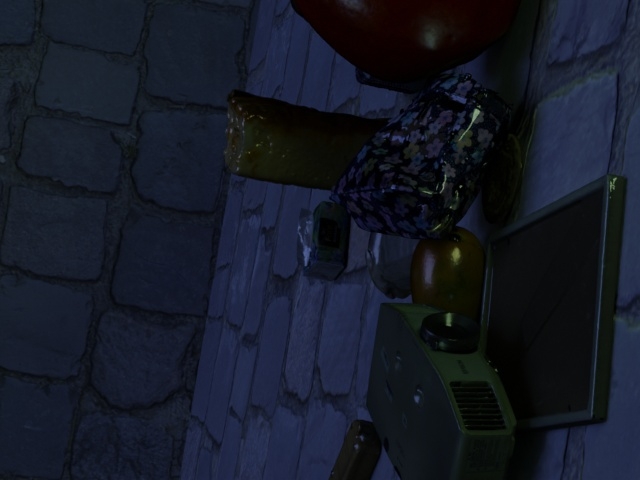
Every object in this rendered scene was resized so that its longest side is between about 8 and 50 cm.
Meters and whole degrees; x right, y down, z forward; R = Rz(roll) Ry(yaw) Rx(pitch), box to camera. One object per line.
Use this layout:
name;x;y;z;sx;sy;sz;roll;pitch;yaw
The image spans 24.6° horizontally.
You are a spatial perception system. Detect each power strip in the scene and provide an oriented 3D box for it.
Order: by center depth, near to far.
power strip;0.027;0.372;2.103;0.064;0.044;0.305;-98;23;-53

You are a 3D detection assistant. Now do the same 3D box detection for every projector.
projector;0.130;0.173;1.571;0.269;0.088;0.193;-121;33;-58

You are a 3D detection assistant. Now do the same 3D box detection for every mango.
mango;0.149;0.064;1.710;0.111;0.089;0.163;129;141;-87

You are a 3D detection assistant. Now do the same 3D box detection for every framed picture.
framed picture;0.226;0.079;1.505;0.324;0.020;0.240;142;137;-71

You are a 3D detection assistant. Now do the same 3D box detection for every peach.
peach;0.090;-0.360;1.769;0.338;0.281;0.281;65;162;4

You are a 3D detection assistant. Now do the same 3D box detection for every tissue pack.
tissue pack;-0.001;-0.001;2.433;0.085;0.079;0.111;130;148;-64

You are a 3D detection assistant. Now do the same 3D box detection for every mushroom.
mushroom;0.123;-0.059;1.910;0.096;0.099;0.278;-164;87;-72

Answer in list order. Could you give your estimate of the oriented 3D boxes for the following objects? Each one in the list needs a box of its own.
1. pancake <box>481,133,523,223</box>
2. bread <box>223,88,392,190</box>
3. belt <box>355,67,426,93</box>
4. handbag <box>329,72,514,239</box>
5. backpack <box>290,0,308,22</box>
pancake;0.210;-0.070;1.707;0.115;0.011;0.115;-169;90;-78
bread;0.006;-0.133;2.065;0.185;0.274;0.114;-128;50;-72
belt;0.126;-0.363;2.074;0.260;0.122;0.325;-90;15;-56
handbag;0.126;-0.099;1.713;0.208;0.127;0.228;-50;17;-16
backpack;0.023;-0.394;1.981;0.229;0.139;0.229;4;-90;-86
